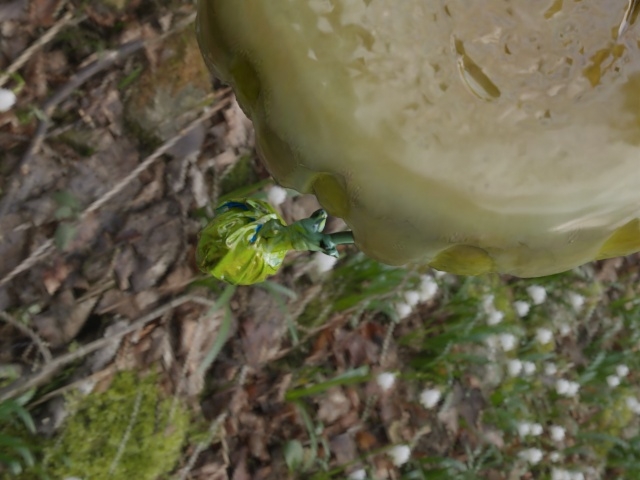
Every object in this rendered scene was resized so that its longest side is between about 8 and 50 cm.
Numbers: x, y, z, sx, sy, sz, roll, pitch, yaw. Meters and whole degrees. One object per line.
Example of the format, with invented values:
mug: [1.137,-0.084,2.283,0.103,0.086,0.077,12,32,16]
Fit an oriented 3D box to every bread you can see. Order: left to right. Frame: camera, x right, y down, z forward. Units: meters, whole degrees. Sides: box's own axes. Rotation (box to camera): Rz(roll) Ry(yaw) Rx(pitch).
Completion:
bread: [0.079,-0.147,0.501,0.160,0.333,0.333,166,-100,-88]

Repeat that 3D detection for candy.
candy: [-0.001,-0.003,0.765,0.073,0.262,0.077,33,65,-42]
